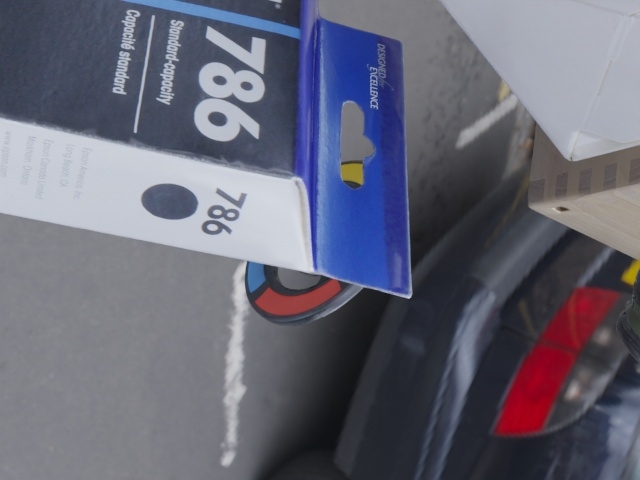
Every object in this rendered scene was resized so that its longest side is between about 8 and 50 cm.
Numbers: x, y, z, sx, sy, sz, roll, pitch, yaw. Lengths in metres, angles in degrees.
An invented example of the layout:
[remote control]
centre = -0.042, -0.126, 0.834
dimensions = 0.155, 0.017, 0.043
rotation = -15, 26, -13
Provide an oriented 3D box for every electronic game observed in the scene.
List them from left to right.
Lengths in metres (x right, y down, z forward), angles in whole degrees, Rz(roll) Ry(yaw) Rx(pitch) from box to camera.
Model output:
[electronic game]
centre = 0.000, 0.000, 1.291
dimensions = 0.048, 0.229, 0.229
rotation = 42, 73, -35

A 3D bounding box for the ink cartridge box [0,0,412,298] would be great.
[ink cartridge box]
centre = -0.107, -0.087, 0.445
dimensions = 0.065, 0.332, 0.165
rotation = 120, -24, -49

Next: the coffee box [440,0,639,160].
[coffee box]
centre = 0.169, -0.189, 0.410
dimensions = 0.119, 0.168, 0.297
rotation = 45, 53, -29

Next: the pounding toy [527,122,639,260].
[pounding toy]
centre = 0.209, -0.074, 0.557
dimensions = 0.206, 0.094, 0.181
rotation = 21, 70, -35

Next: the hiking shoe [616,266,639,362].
[hiking shoe]
centre = 0.289, 0.044, 0.606
dimensions = 0.086, 0.227, 0.114
rotation = -52, 153, -63
